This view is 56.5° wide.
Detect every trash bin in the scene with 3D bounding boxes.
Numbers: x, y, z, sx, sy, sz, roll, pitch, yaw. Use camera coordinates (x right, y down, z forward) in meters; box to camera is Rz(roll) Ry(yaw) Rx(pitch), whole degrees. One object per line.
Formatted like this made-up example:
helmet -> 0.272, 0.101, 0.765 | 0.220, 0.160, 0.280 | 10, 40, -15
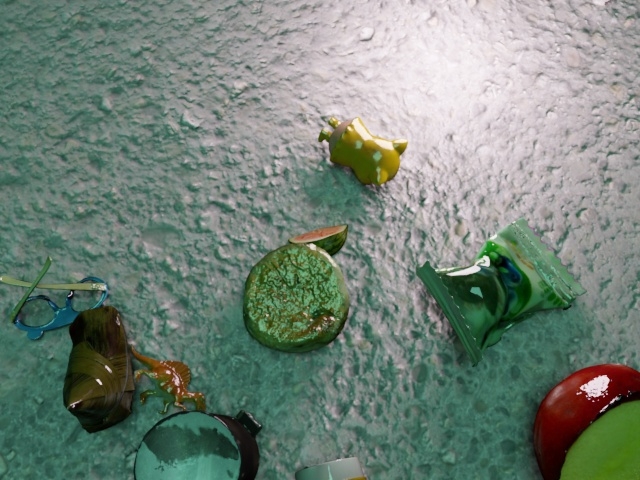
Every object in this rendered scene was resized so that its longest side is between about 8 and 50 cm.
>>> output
trash bin -> -0.243, 0.461, 1.237 | 0.252, 0.301, 0.203 | -43, 77, -11

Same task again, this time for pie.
pie -> -0.064, 0.142, 1.465 | 0.277, 0.078, 0.276 | -1, 72, 3

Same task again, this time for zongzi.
zongzi -> -0.505, 0.263, 1.304 | 0.139, 0.300, 0.285 | -11, 71, -5

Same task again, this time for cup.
cup -> 0.015, 0.600, 1.270 | 0.241, 0.185, 0.226 | -25, 63, 24

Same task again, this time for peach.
peach -> 0.598, 0.427, 1.314 | 0.361, 0.201, 0.258 | -46, 107, -1

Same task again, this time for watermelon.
watermelon -> 0.003, 0.014, 1.536 | 0.164, 0.087, 0.068 | -14, 108, -3

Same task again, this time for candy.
candy -> 0.444, 0.105, 1.447 | 0.398, 0.172, 0.262 | -25, 76, -22

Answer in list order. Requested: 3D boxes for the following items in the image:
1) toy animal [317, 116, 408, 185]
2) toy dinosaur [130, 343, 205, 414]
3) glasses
toy animal -> 0.105, -0.244, 1.578 | 0.230, 0.156, 0.156 | 31, 73, 14
toy dinosaur -> -0.365, 0.324, 1.415 | 0.143, 0.057, 0.211 | -14, 72, -18
glasses -> -0.656, 0.113, 1.442 | 0.239, 0.206, 0.102 | -17, 35, -8
